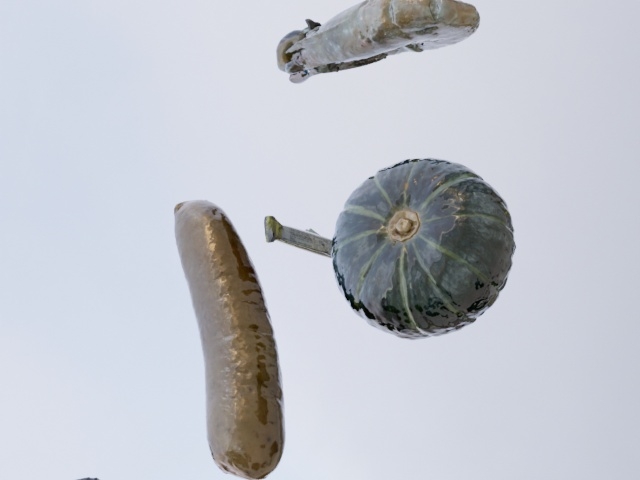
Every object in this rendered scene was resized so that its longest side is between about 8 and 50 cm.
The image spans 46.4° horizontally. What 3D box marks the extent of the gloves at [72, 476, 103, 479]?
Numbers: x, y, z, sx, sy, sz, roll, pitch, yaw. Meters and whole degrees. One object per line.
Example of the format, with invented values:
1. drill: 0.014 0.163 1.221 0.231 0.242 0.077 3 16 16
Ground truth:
1. gloves: -0.412 0.523 1.328 0.106 0.180 0.129 -4 -39 -22

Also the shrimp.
1. shrimp: 0.089 -0.374 1.378 0.221 0.446 0.109 -5 -88 -49

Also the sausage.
1. sausage: -0.143 0.137 1.193 0.136 0.500 0.123 -1 -34 -22

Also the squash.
1. squash: 0.137 0.008 1.012 0.252 0.252 0.165 -63 -35 -10

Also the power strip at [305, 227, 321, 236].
1. power strip: 0.000 0.000 1.616 0.017 0.083 0.027 -50 -12 -7

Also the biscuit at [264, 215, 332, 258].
1. biscuit: -0.001 0.007 1.290 0.292 0.026 0.048 19 -113 -54
